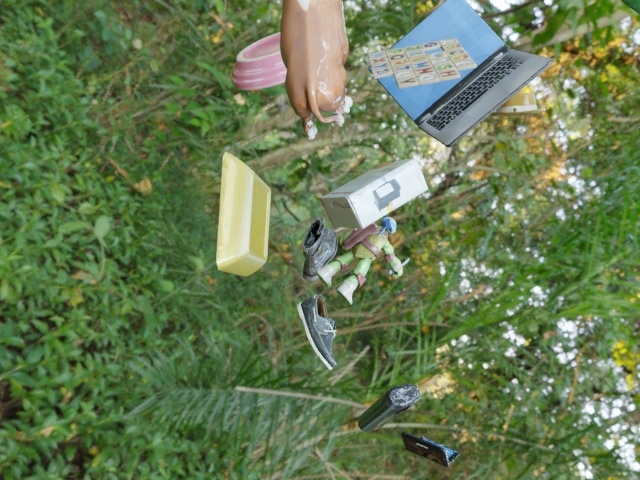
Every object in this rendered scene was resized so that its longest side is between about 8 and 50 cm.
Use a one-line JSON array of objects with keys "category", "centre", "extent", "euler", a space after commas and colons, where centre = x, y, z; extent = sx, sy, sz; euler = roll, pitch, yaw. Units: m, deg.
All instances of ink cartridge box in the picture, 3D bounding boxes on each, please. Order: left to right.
[{"category": "ink cartridge box", "centre": [0.106, -0.094, 1.158], "extent": [0.127, 0.175, 0.072], "euler": [7, -55, 64]}]

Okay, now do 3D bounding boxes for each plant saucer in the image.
[{"category": "plant saucer", "centre": [-0.216, -0.065, 1.705], "extent": [0.333, 0.081, 0.332], "euler": [43, 48, -80]}, {"category": "plant saucer", "centre": [-0.139, -0.591, 1.827], "extent": [0.332, 0.332, 0.084], "euler": [-116, -176, -58]}]

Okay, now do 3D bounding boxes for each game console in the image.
[{"category": "game console", "centre": [0.279, 0.514, 1.445], "extent": [0.122, 0.071, 0.107], "euler": [11, -46, 36]}]

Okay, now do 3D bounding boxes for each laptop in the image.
[{"category": "laptop", "centre": [0.412, -0.542, 1.771], "extent": [0.236, 0.382, 0.408], "euler": [46, 9, -26]}]

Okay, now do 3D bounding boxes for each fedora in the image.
[{"category": "fedora", "centre": [0.684, -0.476, 1.992], "extent": [0.194, 0.195, 0.079], "euler": [-114, -160, -80]}]

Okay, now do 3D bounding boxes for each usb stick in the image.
[{"category": "usb stick", "centre": [0.139, 0.358, 1.207], "extent": [0.278, 0.077, 0.045], "euler": [108, -35, -61]}]

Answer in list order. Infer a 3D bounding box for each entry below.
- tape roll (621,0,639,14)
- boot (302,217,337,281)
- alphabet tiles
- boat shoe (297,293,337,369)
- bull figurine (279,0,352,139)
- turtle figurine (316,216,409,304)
[{"category": "tape roll", "centre": [0.734, -0.529, 1.164], "extent": [0.321, 0.321, 0.077], "euler": [63, -30, 27]}, {"category": "boot", "centre": [0.000, 0.000, 2.016], "extent": [0.229, 0.091, 0.262], "euler": [91, 18, -51]}, {"category": "alphabet tiles", "centre": [0.204, -0.367, 1.179], "extent": [0.237, 0.198, 0.009], "euler": [-91, 171, -56]}, {"category": "boat shoe", "centre": [0.003, 0.243, 1.546], "extent": [0.084, 0.079, 0.233], "euler": [55, 9, -45]}, {"category": "bull figurine", "centre": [-0.004, -0.307, 0.854], "extent": [0.188, 0.101, 0.310], "euler": [55, 37, -72]}, {"category": "turtle figurine", "centre": [0.134, 0.064, 1.695], "extent": [0.198, 0.266, 0.275], "euler": [46, -12, -1]}]
